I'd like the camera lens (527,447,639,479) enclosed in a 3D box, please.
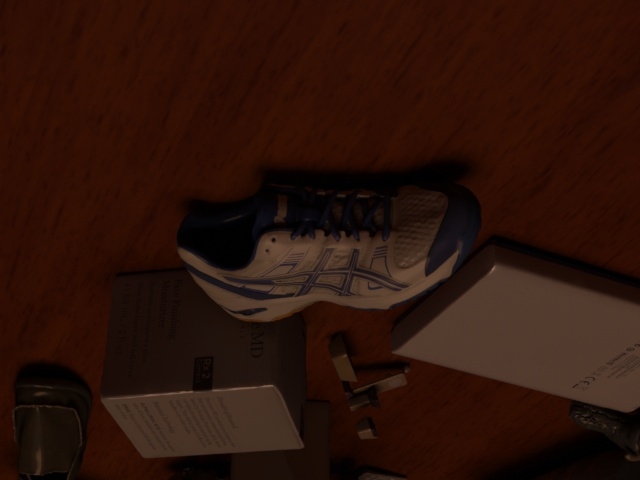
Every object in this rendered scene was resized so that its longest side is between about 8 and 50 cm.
[{"bbox_3d":[0.349,0.406,1.767,0.219,0.219,0.274,24,140,-31],"label":"camera lens"}]

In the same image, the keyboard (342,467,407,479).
[{"bbox_3d":[0.022,0.378,1.923,0.072,0.014,0.256,21,143,-27],"label":"keyboard"}]

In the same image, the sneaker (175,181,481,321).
[{"bbox_3d":[0.000,0.000,1.251,0.296,0.111,0.131,-17,143,24],"label":"sneaker"}]

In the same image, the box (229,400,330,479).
[{"bbox_3d":[-0.053,0.361,1.625,0.121,0.311,0.148,3,147,-3],"label":"box"}]

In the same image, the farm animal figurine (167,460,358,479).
[{"bbox_3d":[-0.061,0.464,1.760,0.327,0.330,0.172,4,140,-3],"label":"farm animal figurine"}]

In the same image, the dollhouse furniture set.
[{"bbox_3d":[0.063,0.156,1.531,0.081,0.091,0.114,-18,142,2],"label":"dollhouse furniture set"}]

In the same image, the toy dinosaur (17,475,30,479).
[{"bbox_3d":[-0.350,0.405,1.844,0.121,0.160,0.313,-20,141,30],"label":"toy dinosaur"}]

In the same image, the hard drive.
[{"bbox_3d":[0.266,0.101,1.463,0.319,0.040,0.210,16,144,-22],"label":"hard drive"}]

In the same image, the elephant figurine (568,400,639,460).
[{"bbox_3d":[0.452,0.255,1.609,0.186,0.169,0.239,-40,119,8],"label":"elephant figurine"}]

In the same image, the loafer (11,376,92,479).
[{"bbox_3d":[-0.331,0.248,1.664,0.094,0.087,0.251,2,147,-1],"label":"loafer"}]

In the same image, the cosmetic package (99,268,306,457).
[{"bbox_3d":[-0.117,0.129,1.417,0.184,0.151,0.151,-6,146,10],"label":"cosmetic package"}]
